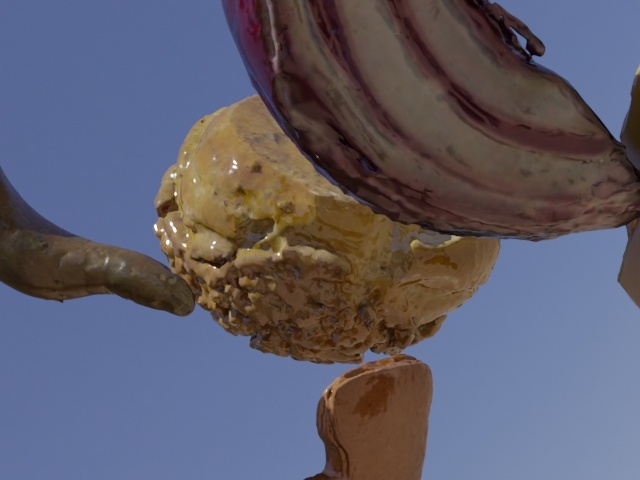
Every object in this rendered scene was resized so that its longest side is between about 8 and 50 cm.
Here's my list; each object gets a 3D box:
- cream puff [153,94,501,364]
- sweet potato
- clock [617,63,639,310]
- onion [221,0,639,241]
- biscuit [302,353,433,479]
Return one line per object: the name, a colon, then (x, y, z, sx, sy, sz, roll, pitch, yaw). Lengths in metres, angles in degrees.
cream puff: (0.000, 0.000, 1.758, 0.327, 0.343, 0.231, -54, -15, -65)
sweet potato: (-0.258, -0.021, 1.477, 0.108, 0.346, 0.079, -53, -14, 12)
clock: (0.334, -0.057, 0.962, 0.317, 0.200, 0.244, -13, -36, -15)
onion: (0.032, -0.106, 0.934, 0.146, 0.314, 0.280, -43, 10, 1)
biscuit: (0.026, 0.201, 1.530, 0.186, 0.036, 0.192, -6, -72, -45)
